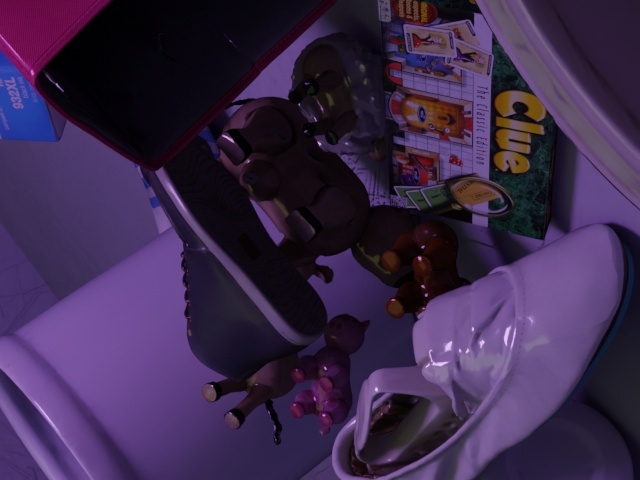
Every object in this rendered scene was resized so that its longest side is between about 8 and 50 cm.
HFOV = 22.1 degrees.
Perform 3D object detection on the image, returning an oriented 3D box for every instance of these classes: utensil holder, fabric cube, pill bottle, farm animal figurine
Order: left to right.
[{"bbox_3d":[-0.163,-0.255,1.299,0.258,0.259,0.254,47,-178,20],"label":"fabric cube"},{"bbox_3d":[-0.125,0.146,1.802,0.327,0.385,0.327,46,159,24],"label":"utensil holder"},{"bbox_3d":[0.000,0.000,1.540,0.330,0.172,0.326,-26,94,38],"label":"farm animal figurine"},{"bbox_3d":[0.210,0.264,1.571,0.146,0.146,0.264,46,160,23],"label":"pill bottle"}]

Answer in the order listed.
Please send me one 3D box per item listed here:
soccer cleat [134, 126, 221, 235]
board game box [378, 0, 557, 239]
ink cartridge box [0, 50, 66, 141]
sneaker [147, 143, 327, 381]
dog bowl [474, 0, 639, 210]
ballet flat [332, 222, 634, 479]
[{"bbox_3d":[-0.156,-0.072,1.969,0.331,0.116,0.143,79,173,-58],"label":"soccer cleat"},{"bbox_3d":[0.115,-0.097,1.257,0.136,0.030,0.259,11,147,13],"label":"board game box"},{"bbox_3d":[-0.437,-0.243,1.910,0.308,0.223,0.129,4,144,9],"label":"ink cartridge box"},{"bbox_3d":[-0.104,0.024,1.453,0.118,0.083,0.222,-36,89,36],"label":"sneaker"},{"bbox_3d":[0.228,-0.165,0.778,0.408,0.150,0.408,46,159,23],"label":"dog bowl"},{"bbox_3d":[0.116,0.118,1.371,0.139,0.139,0.400,50,141,14],"label":"ballet flat"}]
